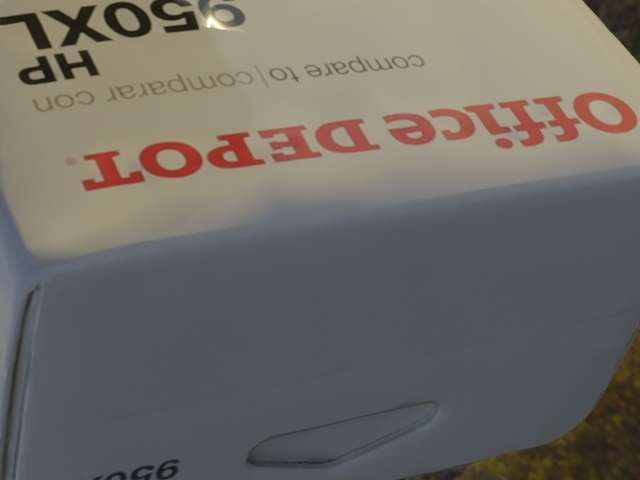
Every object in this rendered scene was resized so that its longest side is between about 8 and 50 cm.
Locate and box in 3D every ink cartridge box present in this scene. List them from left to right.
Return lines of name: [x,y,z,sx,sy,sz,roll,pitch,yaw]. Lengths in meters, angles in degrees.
ink cartridge box: [-0.059,-0.085,0.615,0.395,0.285,0.166,59,147,36]
